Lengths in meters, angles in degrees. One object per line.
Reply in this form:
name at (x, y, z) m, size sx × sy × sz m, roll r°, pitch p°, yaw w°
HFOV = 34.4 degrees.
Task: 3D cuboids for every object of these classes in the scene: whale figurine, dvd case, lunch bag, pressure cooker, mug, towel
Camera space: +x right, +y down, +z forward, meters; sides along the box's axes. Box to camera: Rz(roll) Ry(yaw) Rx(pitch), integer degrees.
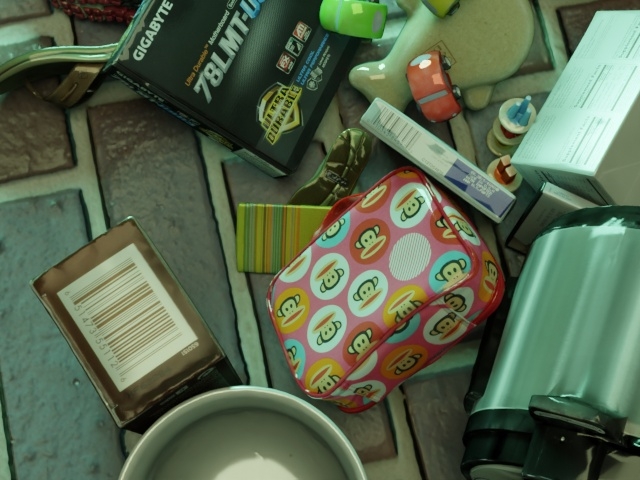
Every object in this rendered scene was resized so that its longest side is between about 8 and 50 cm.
whale figurine at (0.174, -0.282, 1.496) m, size 0.272 × 0.141 × 0.216 m, roll -36°, pitch 106°, yaw 13°
dvd case at (0.387, 0.019, 1.387) m, size 0.253 × 0.180 × 0.022 m, roll 25°, pitch 66°, yaw 5°
lunch bag at (0.067, 0.051, 1.337) m, size 0.293 × 0.120 × 0.258 m, roll -40°, pitch 49°, yaw 16°
pressure cooker at (0.365, 0.211, 1.224) m, size 0.370 × 0.375 × 0.420 m, roll 26°, pitch 71°, yaw -10°
mug at (-0.062, 0.367, 1.213) m, size 0.276 × 0.328 × 0.374 m, roll -26°, pitch 78°, yaw -7°
towel at (0.000, 0.000, 1.449) m, size 0.237 × 0.021 × 0.102 m, roll 2°, pitch 107°, yaw -2°

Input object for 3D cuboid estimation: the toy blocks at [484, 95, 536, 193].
toy blocks at (0.265, -0.130, 1.438) m, size 0.054 × 0.148 × 0.123 m, roll 11°, pitch 75°, yaw 2°

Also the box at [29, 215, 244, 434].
box at (-0.204, 0.123, 1.244) m, size 0.143 × 0.381 × 0.191 m, roll -34°, pitch 78°, yaw -7°

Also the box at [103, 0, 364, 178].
box at (-0.105, -0.284, 1.450) m, size 0.293 × 0.073 × 0.295 m, roll 33°, pitch 76°, yaw -22°

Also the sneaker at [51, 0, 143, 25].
sneaker at (-0.298, -0.382, 1.514) m, size 0.299 × 0.121 × 0.112 m, roll 21°, pitch 62°, yaw -3°

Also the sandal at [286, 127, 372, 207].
sandal at (0.012, -0.079, 1.467) m, size 0.072 × 0.049 × 0.180 m, roll 33°, pitch 96°, yaw -7°

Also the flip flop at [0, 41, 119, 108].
flip flop at (-0.341, -0.232, 1.482) m, size 0.277 × 0.112 × 0.080 m, roll -7°, pitch 91°, yaw -9°

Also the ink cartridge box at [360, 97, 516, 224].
ink cartridge box at (0.164, -0.102, 1.390) m, size 0.223 × 0.224 × 0.045 m, roll 37°, pitch 96°, yaw 7°

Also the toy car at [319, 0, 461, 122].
toy car at (0.098, -0.291, 1.407) m, size 0.225 × 0.053 × 0.239 m, roll 14°, pitch 106°, yaw 16°

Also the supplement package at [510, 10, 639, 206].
supplement package at (0.418, -0.146, 1.401) m, size 0.204 × 0.145 × 0.262 m, roll 41°, pitch 75°, yaw -36°
